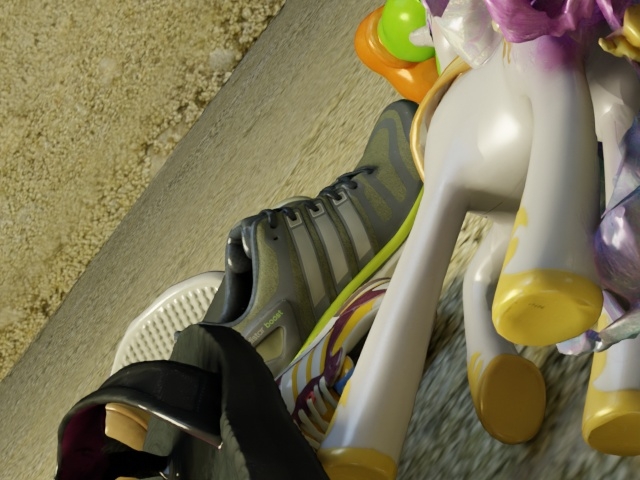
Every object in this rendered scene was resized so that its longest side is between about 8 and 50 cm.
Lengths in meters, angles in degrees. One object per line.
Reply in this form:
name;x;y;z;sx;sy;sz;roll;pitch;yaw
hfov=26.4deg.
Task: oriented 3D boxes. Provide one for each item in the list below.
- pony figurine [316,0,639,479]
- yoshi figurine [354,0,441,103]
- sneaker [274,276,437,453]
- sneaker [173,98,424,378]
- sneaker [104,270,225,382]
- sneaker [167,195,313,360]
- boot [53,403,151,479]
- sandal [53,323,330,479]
pony figurine;0.111;-0.089;0.638;0.351;0.303;0.363;128;155;-53
yoshi figurine;0.154;-0.232;1.095;0.203;0.203;0.362;-17;-12;-13
sneaker;0.005;0.103;0.874;0.185;0.069;0.084;-56;7;-1
sneaker;0.000;0.000;1.038;0.300;0.121;0.111;-61;14;-27
sneaker;-0.144;0.099;1.348;0.282;0.102;0.161;-49;10;33
sneaker;-0.050;0.071;1.170;0.222;0.083;0.118;-58;21;7
boot;-0.243;0.303;1.239;0.236;0.089;0.269;-61;5;38
sandal;-0.085;0.130;0.714;0.446;0.107;0.167;-175;94;-78
